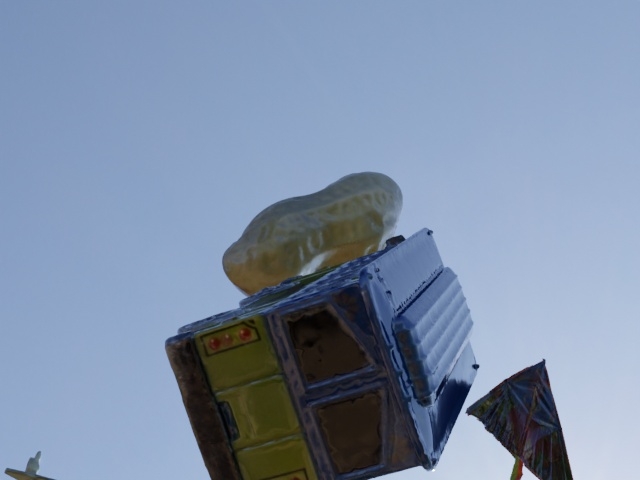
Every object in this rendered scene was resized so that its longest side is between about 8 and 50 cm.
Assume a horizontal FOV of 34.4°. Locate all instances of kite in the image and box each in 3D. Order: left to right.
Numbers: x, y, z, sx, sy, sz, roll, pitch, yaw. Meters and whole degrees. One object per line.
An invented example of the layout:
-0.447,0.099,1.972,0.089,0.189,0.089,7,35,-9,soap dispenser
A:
0.187,0.180,0.936,0.010,0.190,0.159,3,-70,-25,kite

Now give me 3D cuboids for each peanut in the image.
0.000,0.000,1.276,0.274,0.125,0.111,-25,-18,-31,peanut

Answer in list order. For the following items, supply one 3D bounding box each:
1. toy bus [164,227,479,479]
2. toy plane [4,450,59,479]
0.017,0.088,0.790,0.175,0.288,0.138,-19,-88,16,toy bus
-0.357,0.328,1.208,0.092,0.108,0.286,19,-50,-12,toy plane
